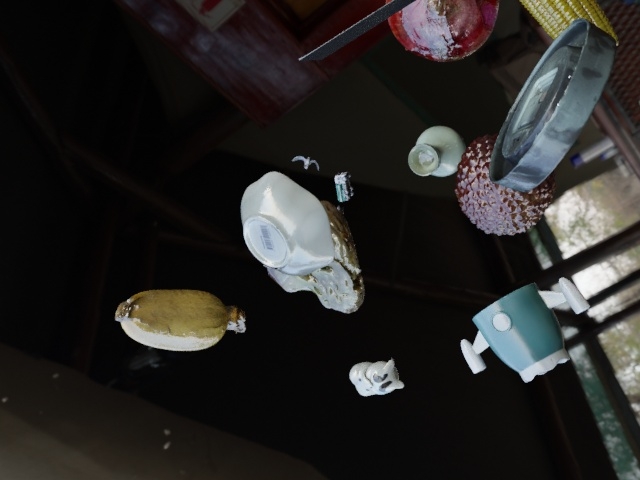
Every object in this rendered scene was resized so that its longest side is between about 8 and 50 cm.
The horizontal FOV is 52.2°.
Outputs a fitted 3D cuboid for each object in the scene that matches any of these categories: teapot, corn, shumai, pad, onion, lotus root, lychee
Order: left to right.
[{"bbox_3d":[-0.332,0.187,1.543,0.304,0.131,0.146,6,-111,-27],"label":"lotus root"},{"bbox_3d":[-0.030,0.065,1.950,0.217,0.283,0.345,-75,-28,-84],"label":"shumai"},{"bbox_3d":[0.079,-0.438,1.353,0.006,0.246,0.170,61,-157,-7],"label":"pad"},{"bbox_3d":[0.393,-0.298,2.264,0.183,0.184,0.251,58,-148,1],"label":"teapot"},{"bbox_3d":[0.298,-0.572,1.587,0.276,0.276,0.276,42,-151,-30],"label":"onion"},{"bbox_3d":[0.490,-0.160,1.728,0.264,0.299,0.264,18,-166,-5],"label":"lychee"},{"bbox_3d":[0.563,-0.554,1.527,0.344,0.131,0.131,45,-153,-8],"label":"corn"}]

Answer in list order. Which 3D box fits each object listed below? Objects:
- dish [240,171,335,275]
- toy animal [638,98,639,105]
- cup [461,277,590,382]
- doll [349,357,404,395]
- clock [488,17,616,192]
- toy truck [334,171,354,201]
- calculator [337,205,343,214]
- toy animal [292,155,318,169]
[{"bbox_3d":[-0.070,-0.011,1.041,0.066,0.191,0.190,-40,-83,-41],"label":"dish"},{"bbox_3d":[0.745,-0.286,1.406,0.236,0.108,0.138,-46,-42,-83],"label":"toy animal"},{"bbox_3d":[0.441,0.204,1.402,0.168,0.300,0.173,-2,-123,-53],"label":"cup"},{"bbox_3d":[0.175,0.440,2.090,0.107,0.181,0.110,-34,-82,-30],"label":"doll"},{"bbox_3d":[0.491,-0.283,1.407,0.077,0.386,0.386,25,-151,-1],"label":"clock"},{"bbox_3d":[0.065,-0.151,1.838,0.039,0.044,0.083,-44,-51,-55],"label":"toy truck"},{"bbox_3d":[0.000,0.000,2.314,0.021,0.261,0.161,33,-167,-9],"label":"calculator"},{"bbox_3d":[-0.040,-0.229,1.923,0.084,0.028,0.050,17,174,-10],"label":"toy animal"}]
